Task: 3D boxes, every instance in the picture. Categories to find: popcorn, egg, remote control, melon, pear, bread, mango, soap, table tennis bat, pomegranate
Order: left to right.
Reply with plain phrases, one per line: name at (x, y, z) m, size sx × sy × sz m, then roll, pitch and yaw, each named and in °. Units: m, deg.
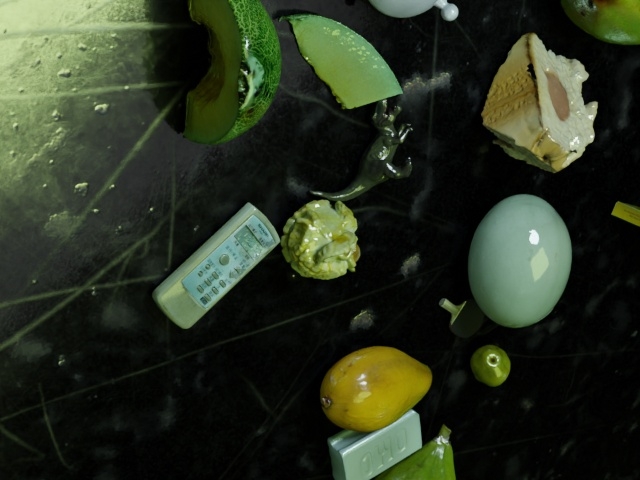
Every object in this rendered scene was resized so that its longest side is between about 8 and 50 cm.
remote control at (-0.173, 0.044, 1.545) m, size 0.233 × 0.038 × 0.098 m, roll -44°, pitch 132°, yaw -11°
melon at (-0.110, -0.257, 1.349) m, size 0.129 × 0.169 × 0.265 m, roll -10°, pitch 120°, yaw -34°
popcorn at (0.000, 0.000, 1.602) m, size 0.136 × 0.162 × 0.141 m, roll -11°, pitch 99°, yaw 7°
melon at (0.024, -0.301, 1.521) m, size 0.114 × 0.053 × 0.262 m, roll -44°, pitch 130°, yaw 14°
soap at (0.115, 0.427, 1.936) m, size 0.198 × 0.066 × 0.119 m, roll -25°, pitch 127°, yaw -24°
mango at (0.115, 0.294, 1.841) m, size 0.317 × 0.119 × 0.176 m, roll 3°, pitch 107°, yaw -47°
table tennis bat at (0.300, 0.158, 1.968) m, size 0.156 × 0.013 × 0.087 m, roll 34°, pitch 91°, yaw -43°
pear at (0.376, 0.276, 2.040) m, size 0.092 × 0.092 × 0.097 m, roll -34°, pitch 171°, yaw -18°
egg at (0.399, 0.044, 1.854) m, size 0.203 × 0.203 × 0.282 m, roll -13°, pitch 116°, yaw -31°
bread at (0.433, -0.242, 1.727) m, size 0.184 × 0.211 × 0.224 m, roll 22°, pitch 104°, yaw -34°
pomegranate at (0.593, -0.499, 1.701) m, size 0.341 × 0.260 × 0.260 m, roll -23°, pitch 124°, yaw -29°

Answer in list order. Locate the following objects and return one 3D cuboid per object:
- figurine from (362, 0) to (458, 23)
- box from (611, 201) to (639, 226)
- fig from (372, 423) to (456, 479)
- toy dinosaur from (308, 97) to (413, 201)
figurine at (0.093, -0.489, 1.386) m, size 0.281 × 0.167 × 0.370 m, roll -43°, pitch 122°, yaw -17°
box at (0.826, -0.032, 2.162) m, size 0.279 × 0.153 × 0.041 m, roll 8°, pitch 108°, yaw -39°
fig at (0.214, 0.577, 1.972) m, size 0.314 × 0.233 × 0.233 m, roll -40°, pitch 131°, yaw 2°
toy dinosaur at (0.073, -0.161, 1.635) m, size 0.179 × 0.087 × 0.187 m, roll 4°, pitch 97°, yaw 1°
